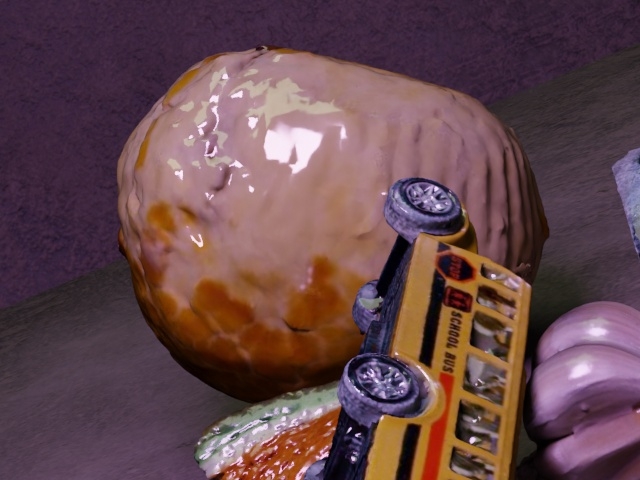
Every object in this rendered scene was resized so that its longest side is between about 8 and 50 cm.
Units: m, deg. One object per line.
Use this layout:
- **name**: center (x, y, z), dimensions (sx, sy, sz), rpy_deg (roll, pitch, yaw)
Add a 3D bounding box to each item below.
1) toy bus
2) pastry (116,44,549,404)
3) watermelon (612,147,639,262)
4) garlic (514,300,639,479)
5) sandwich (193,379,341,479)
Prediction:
- **toy bus**: center (0.069, 0.099, 1.265), dimensions (0.123, 0.121, 0.335), rpy_deg (18, 36, -1)
- **pastry**: center (0.000, 0.000, 1.694), dimensions (0.388, 0.313, 0.388), rpy_deg (11, 2, 0)
- **watermelon**: center (0.339, -0.016, 1.488), dimensions (0.188, 0.175, 0.322), rpy_deg (-20, 11, 12)
- **garlic**: center (0.176, 0.119, 1.311), dimensions (0.194, 0.127, 0.131), rpy_deg (-36, 2, 41)
- **sandwich**: center (0.009, 0.180, 1.385), dimensions (0.184, 0.109, 0.160), rpy_deg (-20, 33, 9)
